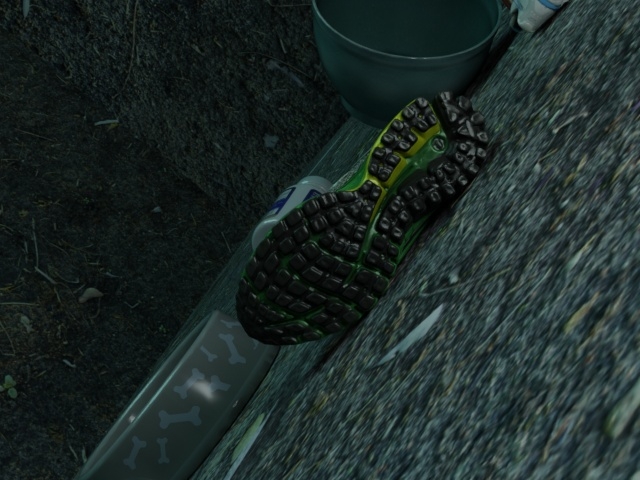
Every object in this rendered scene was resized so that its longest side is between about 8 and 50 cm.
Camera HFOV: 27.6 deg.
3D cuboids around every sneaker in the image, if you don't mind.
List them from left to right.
[{"bbox_3d":[0.047,-0.010,1.436,0.343,0.134,0.146,-43,-3,-10],"label":"sneaker"},{"bbox_3d":[0.290,-0.330,1.808,0.083,0.071,0.190,-55,3,19],"label":"sneaker"}]

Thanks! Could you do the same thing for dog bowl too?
[{"bbox_3d":[-0.203,0.243,1.799,0.349,0.102,0.349,-50,5,5],"label":"dog bowl"}]

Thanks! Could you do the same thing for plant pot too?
[{"bbox_3d":[0.123,-0.299,2.052,0.196,0.293,0.293,98,-160,-45],"label":"plant pot"}]

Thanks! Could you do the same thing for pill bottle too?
[{"bbox_3d":[-0.035,-0.031,2.217,0.112,0.112,0.186,-47,6,36],"label":"pill bottle"}]

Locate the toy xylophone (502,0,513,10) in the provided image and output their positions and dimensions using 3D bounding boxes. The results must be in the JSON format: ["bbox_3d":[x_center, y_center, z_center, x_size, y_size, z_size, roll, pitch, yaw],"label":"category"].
[{"bbox_3d":[0.273,-0.473,2.093,0.081,0.236,0.322,-37,9,8],"label":"toy xylophone"}]

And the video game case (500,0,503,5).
[{"bbox_3d":[0.385,-0.509,2.498,0.143,0.019,0.157,-52,6,-13],"label":"video game case"}]
